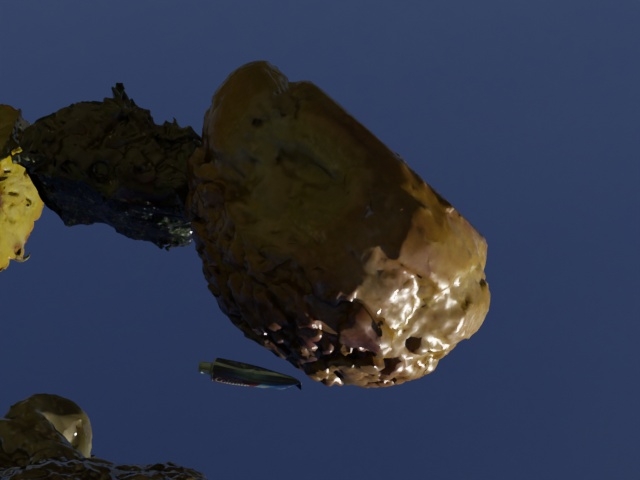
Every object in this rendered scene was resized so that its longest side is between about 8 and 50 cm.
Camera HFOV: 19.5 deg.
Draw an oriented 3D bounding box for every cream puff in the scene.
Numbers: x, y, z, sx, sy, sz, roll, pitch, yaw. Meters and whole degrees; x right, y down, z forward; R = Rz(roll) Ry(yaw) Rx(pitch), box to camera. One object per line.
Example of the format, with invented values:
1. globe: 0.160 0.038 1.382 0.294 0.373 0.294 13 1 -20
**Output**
1. cream puff: 0.000 0.000 1.805 0.231 0.343 0.327 -48 -167 6

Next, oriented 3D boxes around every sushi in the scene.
1. sushi: -0.202 -0.085 1.955 0.212 0.115 0.147 20 -122 18

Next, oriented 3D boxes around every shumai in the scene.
1. shumai: -0.264 0.252 1.825 0.267 0.314 0.262 -40 -118 1

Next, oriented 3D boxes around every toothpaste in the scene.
1. toothpaste: -0.053 0.104 1.431 0.083 0.027 0.019 10 -107 9

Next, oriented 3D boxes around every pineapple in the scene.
1. pineapple: -0.362 -0.024 2.016 0.079 0.135 0.233 16 -120 24
